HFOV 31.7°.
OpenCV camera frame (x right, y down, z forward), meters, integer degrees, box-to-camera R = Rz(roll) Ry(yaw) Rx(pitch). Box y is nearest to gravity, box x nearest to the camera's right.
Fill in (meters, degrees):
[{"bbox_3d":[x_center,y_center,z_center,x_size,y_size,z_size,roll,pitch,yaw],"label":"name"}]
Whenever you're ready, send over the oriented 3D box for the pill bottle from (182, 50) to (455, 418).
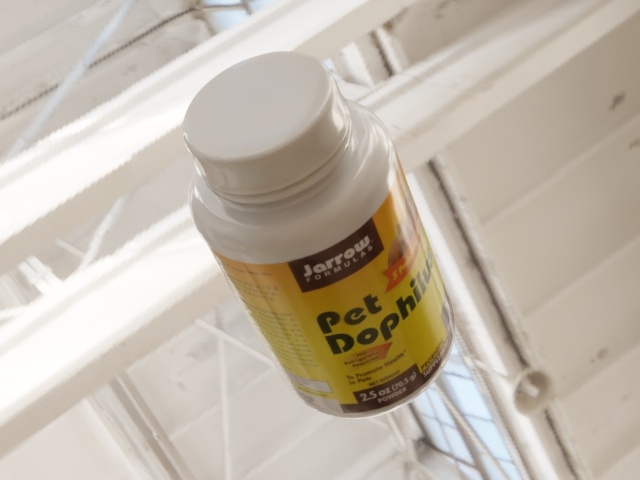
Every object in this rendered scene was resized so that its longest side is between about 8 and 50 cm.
[{"bbox_3d":[0.000,0.000,0.643,0.117,0.117,0.215,-39,-44,-14],"label":"pill bottle"}]
